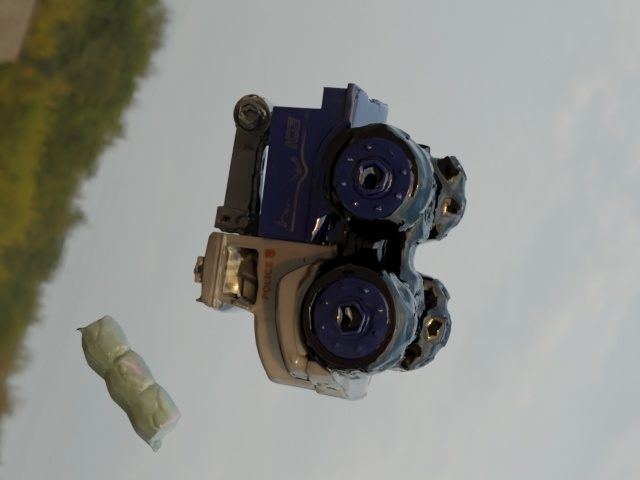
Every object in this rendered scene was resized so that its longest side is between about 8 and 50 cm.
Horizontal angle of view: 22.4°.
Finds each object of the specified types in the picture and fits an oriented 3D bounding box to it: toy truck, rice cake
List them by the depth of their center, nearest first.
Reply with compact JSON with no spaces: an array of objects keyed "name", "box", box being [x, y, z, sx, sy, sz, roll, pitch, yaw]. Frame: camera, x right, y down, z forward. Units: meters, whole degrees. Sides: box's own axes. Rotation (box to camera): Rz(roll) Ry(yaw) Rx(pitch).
[{"name":"toy truck","box":[0.000,0.000,1.125,0.161,0.177,0.213,15,82,-74]},{"name":"rice cake","box":[-0.173,0.132,1.477,0.043,0.127,0.237,-36,176,-9]}]
